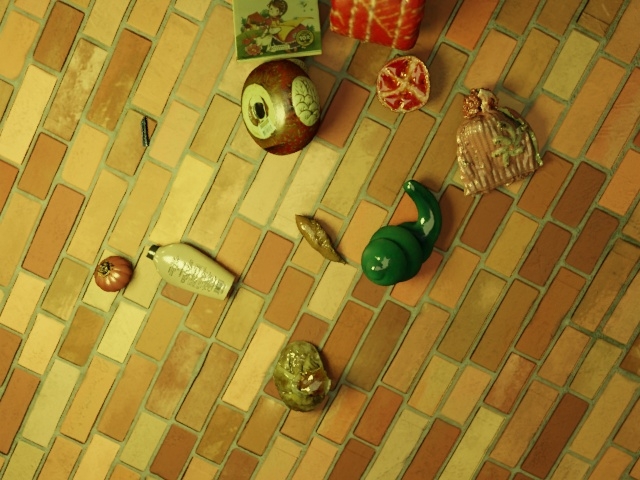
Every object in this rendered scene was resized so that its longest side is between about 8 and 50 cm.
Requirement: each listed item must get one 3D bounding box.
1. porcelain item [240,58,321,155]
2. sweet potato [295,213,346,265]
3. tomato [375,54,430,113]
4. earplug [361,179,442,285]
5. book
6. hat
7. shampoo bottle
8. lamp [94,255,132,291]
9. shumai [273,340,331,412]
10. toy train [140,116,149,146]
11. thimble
[{"bbox_3d":[-0.084,-0.354,1.604,0.252,0.253,0.253,0,99,1],"label":"porcelain item"},{"bbox_3d":[0.000,0.000,1.711,0.068,0.060,0.206,-30,109,37],"label":"sweet potato"},{"bbox_3d":[0.219,-0.419,1.636,0.155,0.069,0.156,0,100,-2],"label":"tomato"},{"bbox_3d":[0.221,0.003,1.653,0.164,0.280,0.257,34,135,16],"label":"earplug"},{"bbox_3d":[-0.120,-0.625,1.584,0.228,0.018,0.323,-7,78,2],"label":"book"},{"bbox_3d":[0.465,-0.276,1.633,0.236,0.107,0.287,-22,102,-6],"label":"hat"},{"bbox_3d":[-0.374,0.083,1.719,0.256,0.078,0.127,27,104,-4],"label":"shampoo bottle"},{"bbox_3d":[-0.591,0.095,1.720,0.107,0.092,0.108,-7,65,15],"label":"lamp"},{"bbox_3d":[-0.054,0.404,1.730,0.161,0.153,0.210,6,95,-7],"label":"shumai"},{"bbox_3d":[-0.494,-0.306,1.696,0.017,0.017,0.083,-1,99,9],"label":"toy train"},{"bbox_3d":[0.158,-0.647,1.477,0.230,0.350,0.350,13,99,1],"label":"thimble"}]
